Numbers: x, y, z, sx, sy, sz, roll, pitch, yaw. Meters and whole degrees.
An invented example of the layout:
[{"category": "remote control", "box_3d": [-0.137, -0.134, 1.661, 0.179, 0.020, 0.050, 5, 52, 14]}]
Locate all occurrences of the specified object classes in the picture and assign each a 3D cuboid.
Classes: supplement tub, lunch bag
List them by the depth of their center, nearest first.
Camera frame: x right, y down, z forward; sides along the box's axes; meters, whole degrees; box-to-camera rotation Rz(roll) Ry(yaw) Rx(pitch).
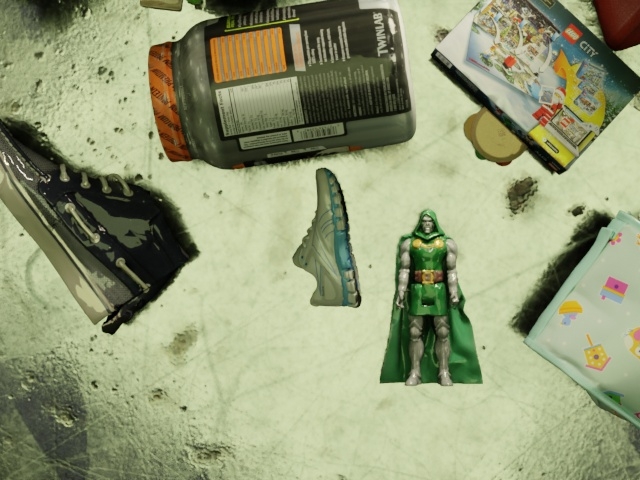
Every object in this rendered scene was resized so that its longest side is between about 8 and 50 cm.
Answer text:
[{"category": "supplement tub", "box_3d": [-0.046, -0.196, 1.475, 0.316, 0.193, 0.193, -8, 92, 3]}, {"category": "lunch bag", "box_3d": [0.415, 0.118, 1.485, 0.262, 0.160, 0.223, 36, 94, -5]}]

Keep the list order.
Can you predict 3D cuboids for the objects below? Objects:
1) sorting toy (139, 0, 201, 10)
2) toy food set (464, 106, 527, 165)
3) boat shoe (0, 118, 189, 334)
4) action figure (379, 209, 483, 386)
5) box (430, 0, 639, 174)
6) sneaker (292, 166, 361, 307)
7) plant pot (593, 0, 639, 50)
[{"category": "sorting toy", "box_3d": [-0.198, -0.339, 1.566, 0.083, 0.012, 0.062, 7, 92, 3]}, {"category": "toy food set", "box_3d": [0.238, -0.142, 1.550, 0.083, 0.020, 0.082, -31, 91, 3]}, {"category": "boat shoe", "box_3d": [-0.314, -0.056, 1.539, 0.158, 0.127, 0.340, -35, 98, -3]}, {"category": "action figure", "box_3d": [0.142, 0.075, 1.546, 0.137, 0.063, 0.232, -2, 89, 6]}, {"category": "box", "box_3d": [0.282, -0.222, 1.521, 0.233, 0.044, 0.159, 43, 83, 0]}, {"category": "sneaker", "box_3d": [0.000, 0.000, 1.544, 0.083, 0.071, 0.190, -8, 92, 9]}, {"category": "plant pot", "box_3d": [0.462, -0.409, 1.423, 0.267, 0.236, 0.267, -18, 91, 4]}]
